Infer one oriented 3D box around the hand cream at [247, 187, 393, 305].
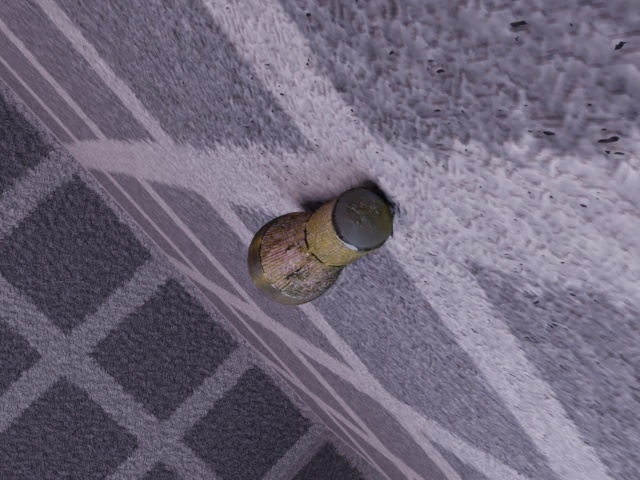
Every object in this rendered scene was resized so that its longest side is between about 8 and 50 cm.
[{"bbox_3d":[0.000,0.000,0.542,0.084,0.084,0.203,46,159,-4],"label":"hand cream"}]
